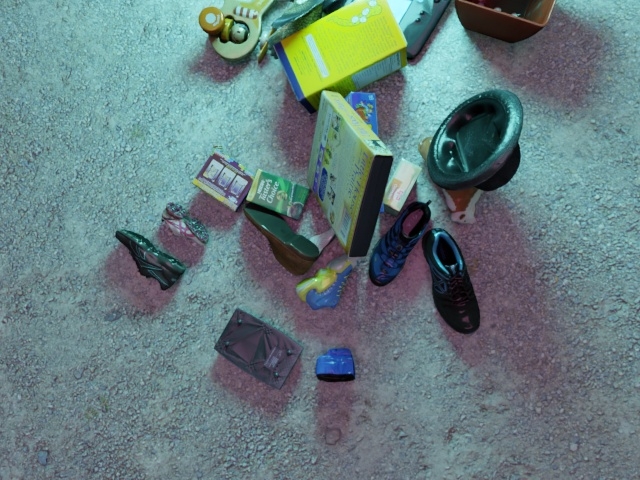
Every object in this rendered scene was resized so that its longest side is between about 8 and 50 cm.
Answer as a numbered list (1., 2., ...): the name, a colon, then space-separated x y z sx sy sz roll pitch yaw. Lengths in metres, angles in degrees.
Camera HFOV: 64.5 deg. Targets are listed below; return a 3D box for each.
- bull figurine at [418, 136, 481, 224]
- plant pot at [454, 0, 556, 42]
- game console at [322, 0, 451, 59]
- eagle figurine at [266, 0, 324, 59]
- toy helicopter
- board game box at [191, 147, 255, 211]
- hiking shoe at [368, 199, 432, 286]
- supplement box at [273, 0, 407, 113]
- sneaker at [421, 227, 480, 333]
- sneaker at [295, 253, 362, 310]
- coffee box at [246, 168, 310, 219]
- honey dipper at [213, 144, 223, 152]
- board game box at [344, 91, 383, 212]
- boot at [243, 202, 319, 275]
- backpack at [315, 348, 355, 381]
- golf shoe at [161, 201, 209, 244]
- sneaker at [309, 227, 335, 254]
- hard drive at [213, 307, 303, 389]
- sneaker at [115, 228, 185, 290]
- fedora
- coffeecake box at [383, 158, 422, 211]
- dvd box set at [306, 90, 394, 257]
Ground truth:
1. bull figurine: 0.433 -0.206 1.572 0.188 0.101 0.310 -30 86 0
2. plant pot: 0.554 -0.747 1.518 0.267 0.236 0.267 21 89 7
3. game console: 0.231 -0.822 1.650 0.386 0.060 0.342 32 91 8
4. eagle figurine: -0.058 -0.729 1.577 0.225 0.226 0.299 1 79 37
5. toy helicopter: -0.206 -0.732 1.659 0.235 0.140 0.355 43 90 4
6. board game box: -0.310 -0.197 1.663 0.170 0.048 0.141 34 90 -5
7. hiking shoe: 0.237 0.004 1.564 0.113 0.132 0.304 29 91 7
8. supplement box: 0.069 -0.573 1.567 0.356 0.194 0.195 -24 88 9
9. sneaker: 0.393 0.126 1.536 0.125 0.139 0.341 -22 86 3
10. sneaker: 0.045 0.137 1.615 0.240 0.091 0.126 -30 102 4
11. coffee box: -0.138 -0.147 1.640 0.184 0.040 0.113 22 90 -8
12. honey dipper: -0.332 -0.238 1.699 0.030 0.030 0.161 -9 90 6
13. board game box: 0.096 -0.239 1.540 0.078 0.233 0.347 -3 86 -19
14. boot: -0.147 -0.004 1.629 0.305 0.112 0.115 41 127 18
15. backpack: 0.045 0.392 1.586 0.120 0.098 0.101 -6 57 6
16. golf shoe: -0.449 -0.043 1.689 0.186 0.067 0.086 41 119 7
17. sneaker: 0.000 0.000 1.633 0.061 0.053 0.152 41 93 10
18. hard drive: -0.197 0.345 1.635 0.254 0.054 0.172 30 90 7
19. sneaker: -0.580 0.059 1.674 0.267 0.101 0.106 34 93 8
20. fedora: 0.459 -0.256 1.432 0.152 0.334 0.334 35 91 -31
21. coffeecake box: 0.241 -0.155 1.546 0.068 0.185 0.142 28 90 7
22. dvd box set: 0.064 -0.197 1.420 0.062 0.420 0.308 -2 125 -19
